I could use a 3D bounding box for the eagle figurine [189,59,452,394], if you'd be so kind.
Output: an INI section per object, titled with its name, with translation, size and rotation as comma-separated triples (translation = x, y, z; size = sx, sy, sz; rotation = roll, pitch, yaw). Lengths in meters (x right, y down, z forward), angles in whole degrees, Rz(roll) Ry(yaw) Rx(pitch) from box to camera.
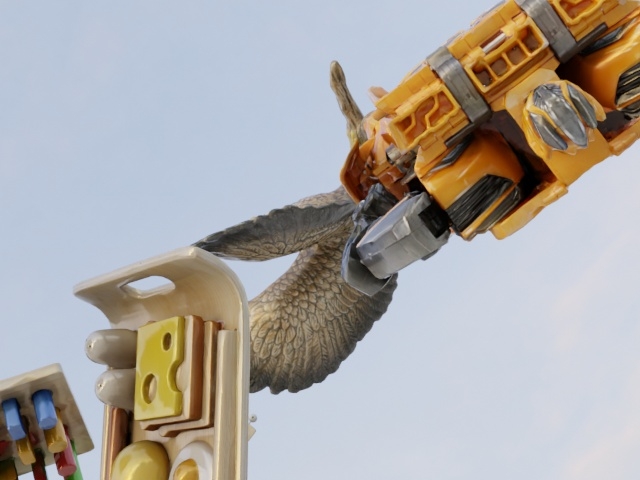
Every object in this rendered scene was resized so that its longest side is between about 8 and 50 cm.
[eagle figurine]
translation = -0.007, 0.002, 1.179
size = 0.226, 0.225, 0.298
rotation = 41, -126, -9

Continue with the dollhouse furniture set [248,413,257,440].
[dollhouse furniture set]
translation = -0.138, 0.225, 1.363
size = 0.081, 0.114, 0.091
rotation = -56, -11, 19

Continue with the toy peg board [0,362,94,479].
[toy peg board]
translation = -0.326, 0.227, 1.176
size = 0.161, 0.079, 0.161
rotation = -18, -39, -11

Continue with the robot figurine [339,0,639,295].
[robot figurine]
translation = 0.087, -0.064, 0.543
size = 0.211, 0.291, 0.085
rotation = -37, -89, 5

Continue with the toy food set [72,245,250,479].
[toy food set]
translation = -0.157, 0.171, 0.916
size = 0.092, 0.219, 0.306
rotation = 11, -108, -36
